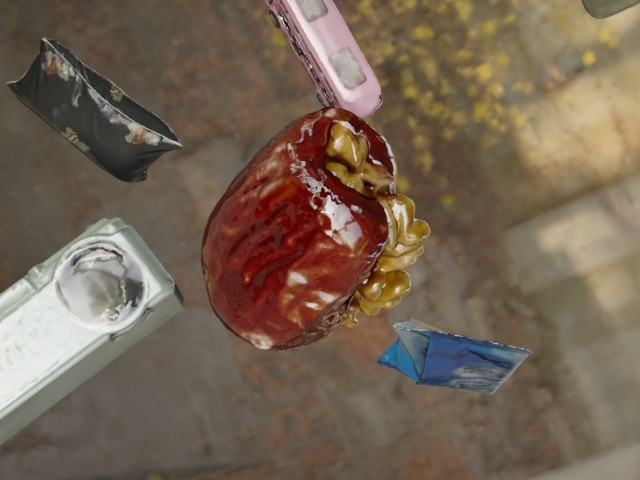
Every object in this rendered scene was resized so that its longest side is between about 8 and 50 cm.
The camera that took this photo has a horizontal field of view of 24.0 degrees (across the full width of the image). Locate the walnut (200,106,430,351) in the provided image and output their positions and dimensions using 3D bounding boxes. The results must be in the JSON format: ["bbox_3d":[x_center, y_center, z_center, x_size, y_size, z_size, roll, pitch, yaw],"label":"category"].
[{"bbox_3d":[0.000,0.000,1.727,0.244,0.269,0.221,36,41,-4],"label":"walnut"}]

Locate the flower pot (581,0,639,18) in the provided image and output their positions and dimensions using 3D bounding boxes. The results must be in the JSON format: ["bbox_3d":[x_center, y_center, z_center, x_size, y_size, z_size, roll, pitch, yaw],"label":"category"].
[{"bbox_3d":[0.168,-0.346,0.966,0.367,0.254,0.164,52,-13,-5],"label":"flower pot"}]

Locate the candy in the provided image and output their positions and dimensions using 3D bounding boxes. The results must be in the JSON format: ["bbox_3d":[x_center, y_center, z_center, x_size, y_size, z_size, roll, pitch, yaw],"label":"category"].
[{"bbox_3d":[0.084,0.077,0.979,0.136,0.088,0.038,97,8,-75],"label":"candy"}]

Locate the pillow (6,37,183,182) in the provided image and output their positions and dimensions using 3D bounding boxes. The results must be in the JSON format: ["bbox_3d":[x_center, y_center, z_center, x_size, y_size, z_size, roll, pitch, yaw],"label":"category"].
[{"bbox_3d":[-0.196,-0.107,1.293,0.150,0.090,0.048,38,39,-14],"label":"pillow"}]

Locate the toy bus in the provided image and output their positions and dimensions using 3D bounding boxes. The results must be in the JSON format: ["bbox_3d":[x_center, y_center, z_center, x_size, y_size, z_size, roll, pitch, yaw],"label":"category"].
[{"bbox_3d":[0.003,-0.233,1.780,0.203,0.063,0.090,60,-12,-1],"label":"toy bus"}]

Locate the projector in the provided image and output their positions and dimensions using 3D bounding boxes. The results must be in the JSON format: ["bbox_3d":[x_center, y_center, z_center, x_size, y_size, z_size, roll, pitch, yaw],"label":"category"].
[{"bbox_3d":[-0.256,0.090,1.385,0.099,0.257,0.192,53,-6,3],"label":"projector"}]
